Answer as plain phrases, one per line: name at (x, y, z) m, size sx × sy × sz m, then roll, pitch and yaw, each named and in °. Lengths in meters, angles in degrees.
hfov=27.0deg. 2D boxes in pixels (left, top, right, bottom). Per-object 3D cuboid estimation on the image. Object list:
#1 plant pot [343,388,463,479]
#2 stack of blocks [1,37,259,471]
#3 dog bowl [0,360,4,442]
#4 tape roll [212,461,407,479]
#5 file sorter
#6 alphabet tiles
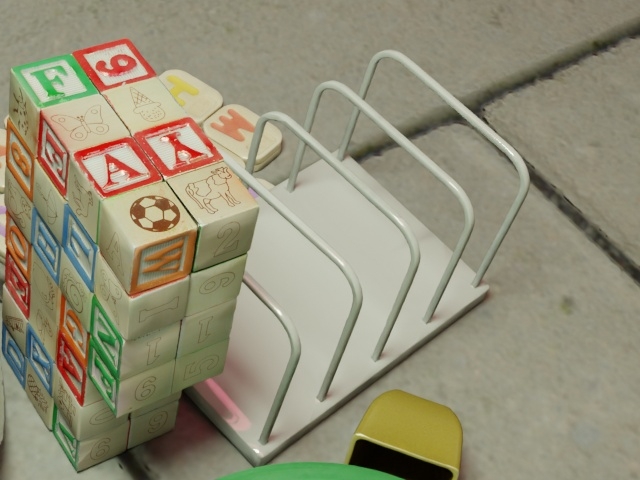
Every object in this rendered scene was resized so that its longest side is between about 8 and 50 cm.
plant pot at (0.063, 0.161, 1.010) m, size 0.081 × 0.081 × 0.083 m, roll 18°, pitch 36°, yaw 5°
stack of blocks at (-0.144, 0.034, 0.927) m, size 0.087 × 0.297 × 0.171 m, roll -20°, pitch 56°, yaw -30°
dog bowl at (-0.312, -0.013, 0.920) m, size 0.102 × 0.348 × 0.348 m, roll -14°, pitch 52°, yaw -8°
tape roll at (0.001, 0.296, 0.863) m, size 0.321 × 0.077 × 0.321 m, roll 5°, pitch 46°, yaw -5°
file sorter at (0.000, 0.000, 1.064) m, size 0.278 × 0.173 × 0.193 m, roll -33°, pitch 67°, yaw -33°
alphabet tiles at (-0.166, -0.053, 1.189) m, size 0.278 × 0.021 × 0.284 m, roll 33°, pitch 51°, yaw 17°
